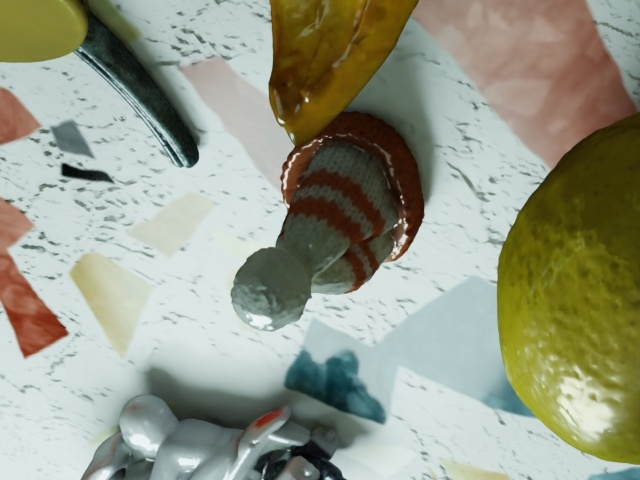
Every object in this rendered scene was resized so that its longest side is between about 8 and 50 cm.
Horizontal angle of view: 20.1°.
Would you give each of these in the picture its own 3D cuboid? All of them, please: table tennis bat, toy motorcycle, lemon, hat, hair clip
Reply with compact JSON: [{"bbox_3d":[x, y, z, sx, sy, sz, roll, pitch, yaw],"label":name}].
[{"bbox_3d":[-0.270,-0.152,1.133,0.198,0.050,0.321,23,163,-31],"label":"table tennis bat"},{"bbox_3d":[-0.105,0.195,1.424,0.260,0.110,0.171,-24,107,30],"label":"toy motorcycle"},{"bbox_3d":[0.208,0.030,1.078,0.204,0.204,0.260,25,134,-1],"label":"lemon"},{"bbox_3d":[0.000,0.000,1.162,0.093,0.162,0.112,1,126,25],"label":"hat"},{"bbox_3d":[-0.160,-0.127,1.197,0.229,0.039,0.070,42,134,-19],"label":"hair clip"}]

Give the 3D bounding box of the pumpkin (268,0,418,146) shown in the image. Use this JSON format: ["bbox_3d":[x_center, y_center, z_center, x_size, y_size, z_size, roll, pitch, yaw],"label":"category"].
[{"bbox_3d":[0.014,-0.226,0.995,0.290,0.095,0.258,-32,103,39],"label":"pumpkin"}]
